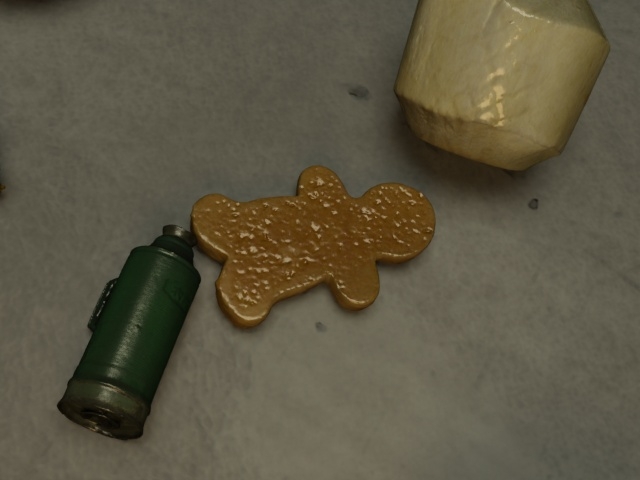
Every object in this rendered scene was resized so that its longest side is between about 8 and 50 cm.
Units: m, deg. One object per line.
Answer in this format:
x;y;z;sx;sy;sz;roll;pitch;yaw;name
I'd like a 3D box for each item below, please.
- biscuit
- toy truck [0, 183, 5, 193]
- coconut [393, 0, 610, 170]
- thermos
0.000;0.001;0.812;0.240;0.035;0.158;-11;68;-16;biscuit
-0.326;-0.078;0.777;0.049;0.054;0.083;-13;66;-17;toy truck
0.184;-0.192;0.840;0.202;0.202;0.222;17;105;-2;coconut
-0.157;0.073;0.728;0.073;0.083;0.188;31;57;-19;thermos
